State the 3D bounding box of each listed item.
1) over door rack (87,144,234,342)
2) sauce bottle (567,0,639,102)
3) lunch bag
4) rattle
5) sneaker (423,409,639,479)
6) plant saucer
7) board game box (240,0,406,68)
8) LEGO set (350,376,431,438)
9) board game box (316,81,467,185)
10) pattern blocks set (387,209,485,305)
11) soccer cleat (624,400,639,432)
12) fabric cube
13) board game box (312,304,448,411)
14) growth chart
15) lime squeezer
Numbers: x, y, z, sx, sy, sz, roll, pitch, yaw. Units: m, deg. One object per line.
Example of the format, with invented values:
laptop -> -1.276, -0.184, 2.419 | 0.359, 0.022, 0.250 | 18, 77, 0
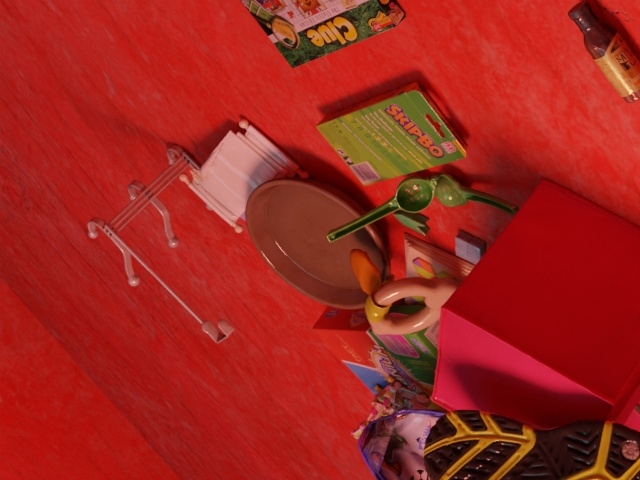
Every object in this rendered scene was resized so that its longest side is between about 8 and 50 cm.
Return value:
over door rack -> -0.224, 0.012, 2.230 | 0.324, 0.239, 0.108 | 40, 150, 5
sauce bottle -> 0.328, -0.215, 1.415 | 0.128, 0.042, 0.042 | 48, 152, -15
lunch bag -> 0.268, 0.406, 2.018 | 0.385, 0.239, 0.328 | 19, 170, 20
rattle -> 0.161, 0.066, 1.960 | 0.143, 0.199, 0.130 | -104, -5, -55
sneaker -> 0.321, 0.291, 1.540 | 0.384, 0.145, 0.147 | 12, 171, 39
plant saucer -> 0.000, 0.000, 2.067 | 0.277, 0.041, 0.278 | 22, 140, 20
board game box -> -0.003, -0.321, 1.703 | 0.136, 0.030, 0.259 | 49, 152, -18
LEGO set -> 0.127, 0.347, 2.259 | 0.132, 0.107, 0.287 | 28, 155, 21
board game box -> 0.105, -0.152, 1.799 | 0.124, 0.039, 0.259 | 50, 154, -17
pattern blocks set -> 0.194, 0.079, 2.025 | 0.285, 0.026, 0.325 | 21, 146, 34
soccer cleat -> 0.380, 0.219, 1.926 | 0.331, 0.116, 0.143 | 37, -173, -12
fabric cube -> 0.327, 0.129, 1.679 | 0.254, 0.258, 0.259 | 29, 150, 20
board game box -> 0.159, 0.213, 2.185 | 0.242, 0.064, 0.316 | 47, 155, -22
growth chart -> -0.129, -0.102, 2.123 | 0.172, 0.021, 0.237 | 46, 136, -5
lime squeezer -> 0.156, -0.060, 1.797 | 0.310, 0.110, 0.059 | -7, 110, 34
